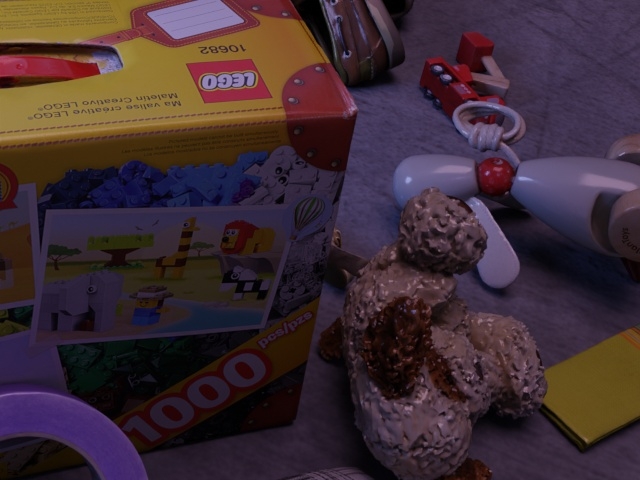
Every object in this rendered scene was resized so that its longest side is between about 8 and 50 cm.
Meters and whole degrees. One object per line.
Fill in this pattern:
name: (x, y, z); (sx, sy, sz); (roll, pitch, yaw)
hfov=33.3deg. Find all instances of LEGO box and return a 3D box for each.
LEGO box: (-0.257, 0.010, 0.883); (0.500, 0.373, 0.193); (-8, 44, -20)

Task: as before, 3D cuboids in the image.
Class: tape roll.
tape roll: (-0.226, 0.204, 0.804); (0.188, 0.189, 0.080); (-9, 1, -21)

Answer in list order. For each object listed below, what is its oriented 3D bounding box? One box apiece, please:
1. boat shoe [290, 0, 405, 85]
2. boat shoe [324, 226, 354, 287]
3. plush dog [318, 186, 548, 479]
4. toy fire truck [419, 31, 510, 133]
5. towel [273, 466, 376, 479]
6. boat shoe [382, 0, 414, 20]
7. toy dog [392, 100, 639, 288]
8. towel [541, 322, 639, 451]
boat shoe: (0.002, -0.361, 1.503); (0.104, 0.111, 0.307); (-27, 76, -11)
boat shoe: (0.000, 0.000, 1.199); (0.045, 0.050, 0.135); (-24, 51, -27)
plush dog: (0.084, 0.117, 0.983); (0.210, 0.262, 0.225); (-19, 27, 16)
toy fire truck: (0.216, -0.220, 1.506); (0.135, 0.047, 0.192); (-12, 46, -26)
towel: (0.059, 0.275, 0.772); (0.324, 0.056, 0.312); (35, 14, 28)
boat shoe: (-0.004, -0.402, 1.621); (0.304, 0.109, 0.091); (10, 35, -6)
toy dog: (0.265, -0.027, 1.248); (0.333, 0.161, 0.220); (17, 41, 31)
towel: (0.327, 0.143, 1.132); (0.237, 0.021, 0.102); (-19, 43, -29)
